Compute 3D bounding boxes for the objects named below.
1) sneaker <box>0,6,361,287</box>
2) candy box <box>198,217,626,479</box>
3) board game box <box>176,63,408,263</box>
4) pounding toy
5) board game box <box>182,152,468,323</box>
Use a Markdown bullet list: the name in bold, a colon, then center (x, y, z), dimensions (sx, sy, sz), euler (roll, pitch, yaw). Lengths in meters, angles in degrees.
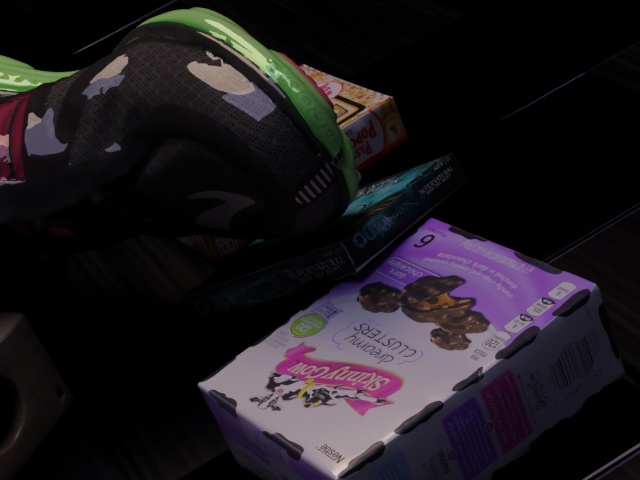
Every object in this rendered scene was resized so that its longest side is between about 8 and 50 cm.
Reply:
- **sneaker**: center (-0.182, -0.031, 1.062), dimensions (0.482, 0.185, 0.202), euler (-2, 45, 36)
- **candy box**: center (0.052, 0.083, 0.928), dimensions (0.196, 0.070, 0.165), euler (-35, 30, -20)
- **board game box**: center (-0.048, -0.068, 1.271), dimensions (0.193, 0.045, 0.147), euler (-33, 31, -18)
- **pounding toy**: center (-0.257, 0.147, 1.018), dimensions (0.181, 0.094, 0.206), euler (0, 39, 34)
- **board game box**: center (0.000, 0.000, 1.071), dimensions (0.186, 0.026, 0.126), euler (-20, 14, 50)
